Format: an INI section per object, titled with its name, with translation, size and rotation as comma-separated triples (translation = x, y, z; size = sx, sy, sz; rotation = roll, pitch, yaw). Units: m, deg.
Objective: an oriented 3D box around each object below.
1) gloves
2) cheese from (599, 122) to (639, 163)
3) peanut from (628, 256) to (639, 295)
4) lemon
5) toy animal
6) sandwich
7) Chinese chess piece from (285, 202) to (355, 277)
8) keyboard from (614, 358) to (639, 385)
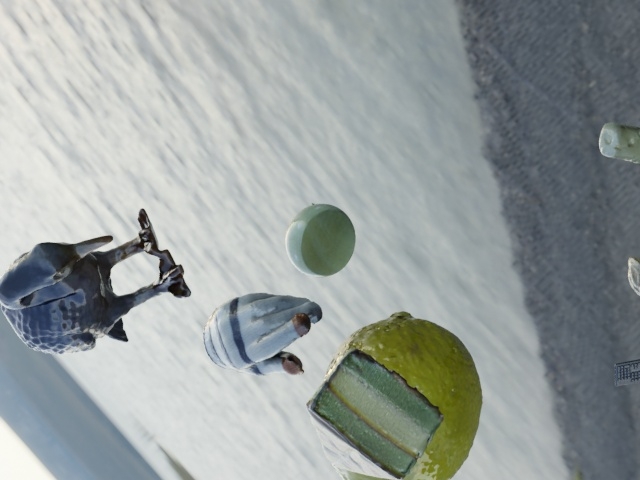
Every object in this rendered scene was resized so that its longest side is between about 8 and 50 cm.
[gloves]
translation = -0.099, 0.149, 1.722
size = 0.131, 0.140, 0.219
rotation = 14, 159, -29
[cheese]
translation = 0.562, -0.169, 1.876
size = 0.194, 0.065, 0.043
rotation = 2, -166, -41
[peanut]
translation = 0.670, 0.104, 2.021
size = 0.228, 0.085, 0.104
rotation = 38, -171, -9
[lemon]
translation = 0.127, 0.272, 1.692
size = 0.268, 0.321, 0.268
rotation = 8, 170, 1
[toy animal]
translation = -0.248, 0.051, 1.125
size = 0.122, 0.185, 0.298
rotation = 62, 160, 6
[sandwich]
translation = 0.024, 0.158, 0.997
size = 0.113, 0.079, 0.163
rotation = 42, 162, -12
[Chinese chess piece]
translation = 0.000, 0.000, 2.038
size = 0.058, 0.144, 0.144
rotation = 18, 147, 54
[keyboard]
translation = 0.651, 0.251, 2.073
size = 0.010, 0.155, 0.053
rotation = -109, 9, -67
